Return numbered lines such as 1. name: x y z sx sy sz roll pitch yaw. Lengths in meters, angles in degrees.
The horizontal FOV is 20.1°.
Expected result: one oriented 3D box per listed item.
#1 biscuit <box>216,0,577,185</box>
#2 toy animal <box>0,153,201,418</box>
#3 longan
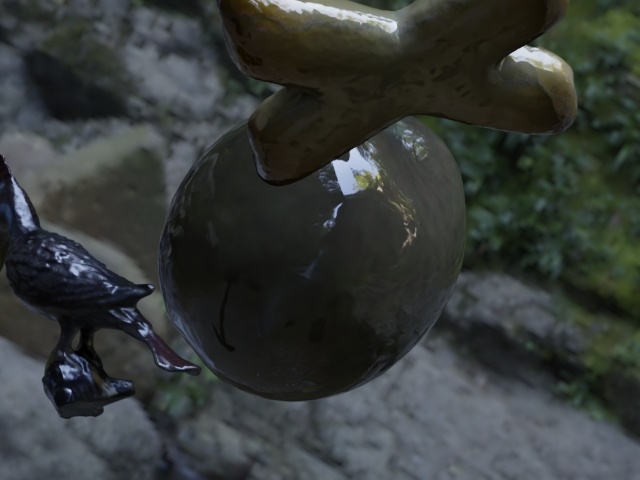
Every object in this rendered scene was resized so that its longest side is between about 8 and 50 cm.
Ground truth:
1. biscuit: 0.051 -0.106 1.085 0.207 0.164 0.047 -10 47 3
2. toy animal: -0.154 0.028 1.090 0.070 0.105 0.202 9 41 -55
3. longan: 0.000 0.000 1.338 0.248 0.248 0.248 26 18 -10
